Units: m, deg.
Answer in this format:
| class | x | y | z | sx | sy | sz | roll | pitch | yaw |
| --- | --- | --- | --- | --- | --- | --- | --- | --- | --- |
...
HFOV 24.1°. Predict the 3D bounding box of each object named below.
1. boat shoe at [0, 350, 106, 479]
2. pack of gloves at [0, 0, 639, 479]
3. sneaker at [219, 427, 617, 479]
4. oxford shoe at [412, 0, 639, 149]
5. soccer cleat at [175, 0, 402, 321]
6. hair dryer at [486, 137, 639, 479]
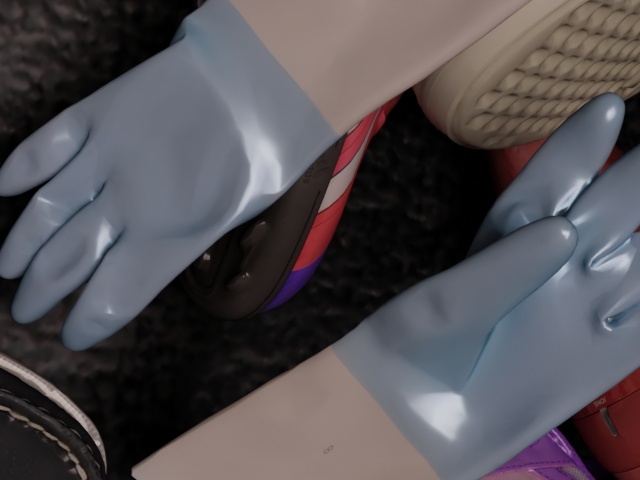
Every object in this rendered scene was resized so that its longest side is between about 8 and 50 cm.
| class | x | y | z | sx | sy | sz | roll | pitch | yaw |
| --- | --- | --- | --- | --- | --- | --- | --- | --- | --- |
| boat shoe | -0.205 | 0.070 | 0.489 | 0.302 | 0.091 | 0.114 | 10 | 90 | -25 |
| pack of gloves | 0.000 | 0.000 | 0.491 | 0.232 | 0.046 | 0.195 | -41 | 86 | 17 |
| sneaker | 0.052 | 0.111 | 0.620 | 0.236 | 0.095 | 0.104 | 20 | 79 | -30 |
| oxford shoe | 0.184 | -0.195 | 0.615 | 0.449 | 0.169 | 0.130 | -41 | 80 | -21 |
| soccer cleat | 0.026 | -0.118 | 0.582 | 0.116 | 0.109 | 0.318 | 15 | 88 | -39 |
| hair dryer | 0.174 | 0.033 | 0.671 | 0.293 | 0.080 | 0.223 | 39 | 39 | -18 |
